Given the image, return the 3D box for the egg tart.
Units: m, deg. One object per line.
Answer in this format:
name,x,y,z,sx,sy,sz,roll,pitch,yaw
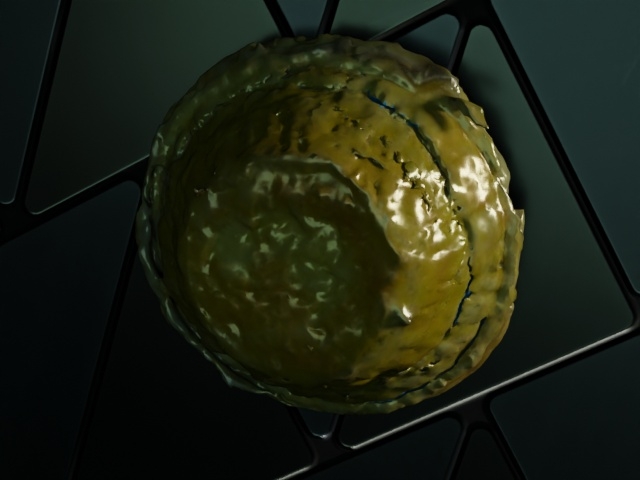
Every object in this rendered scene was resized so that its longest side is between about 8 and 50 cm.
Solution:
egg tart,0.000,0.000,1.239,0.387,0.169,0.388,5,109,14
